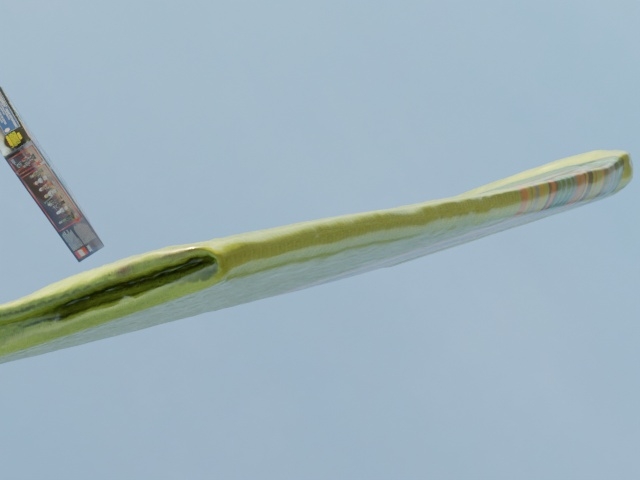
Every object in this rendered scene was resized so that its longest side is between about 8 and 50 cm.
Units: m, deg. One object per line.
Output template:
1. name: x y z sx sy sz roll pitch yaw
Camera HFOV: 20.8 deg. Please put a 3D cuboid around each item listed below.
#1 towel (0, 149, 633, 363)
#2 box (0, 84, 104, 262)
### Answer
1. towel: 0.000 0.000 0.492 0.237 0.102 0.021 -12 -96 -58
2. box: -0.222 -0.056 1.364 0.094 0.027 0.137 55 175 41
